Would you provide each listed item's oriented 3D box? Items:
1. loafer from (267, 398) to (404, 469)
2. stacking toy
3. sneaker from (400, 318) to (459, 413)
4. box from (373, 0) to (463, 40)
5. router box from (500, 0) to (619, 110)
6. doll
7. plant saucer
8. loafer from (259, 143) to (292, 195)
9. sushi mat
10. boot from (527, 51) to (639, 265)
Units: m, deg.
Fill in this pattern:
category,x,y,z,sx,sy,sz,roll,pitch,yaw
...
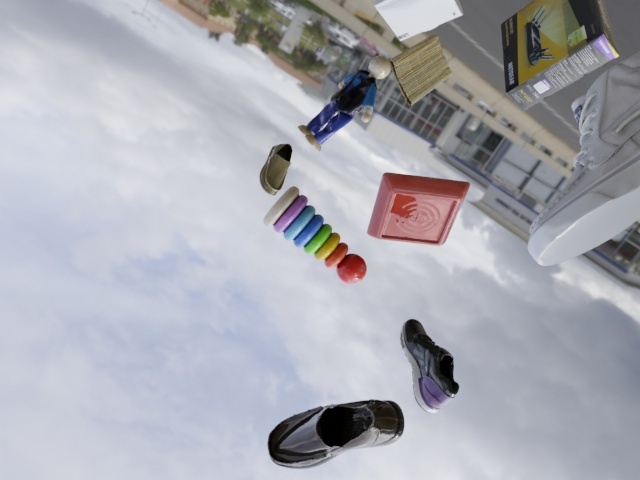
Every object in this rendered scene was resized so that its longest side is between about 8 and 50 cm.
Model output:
category,x,y,z,sx,sy,sz,roll,pitch,yaw
loafer,0.006,0.265,0.782,0.078,0.219,0.080,37,-145,-49
stacking toy,0.000,0.000,1.571,0.330,0.141,0.141,41,-163,-3
sneaker,0.311,0.319,1.514,0.107,0.124,0.284,22,-142,-29
box,0.246,-0.634,1.410,0.181,0.180,0.119,22,-122,-58
router box,0.580,-0.503,1.373,0.081,0.242,0.309,34,-133,-28
doll,0.049,-0.235,0.941,0.046,0.189,0.129,35,-163,-42
plant saucer,0.287,-0.077,1.644,0.258,0.259,0.048,6,-133,-4
loafer,-0.099,-0.168,1.255,0.056,0.050,0.148,27,-128,-28
sushi mat,0.326,-0.550,1.763,0.316,0.019,0.152,-42,-70,-42
boot,0.293,-0.092,0.559,0.123,0.258,0.095,57,-173,34
